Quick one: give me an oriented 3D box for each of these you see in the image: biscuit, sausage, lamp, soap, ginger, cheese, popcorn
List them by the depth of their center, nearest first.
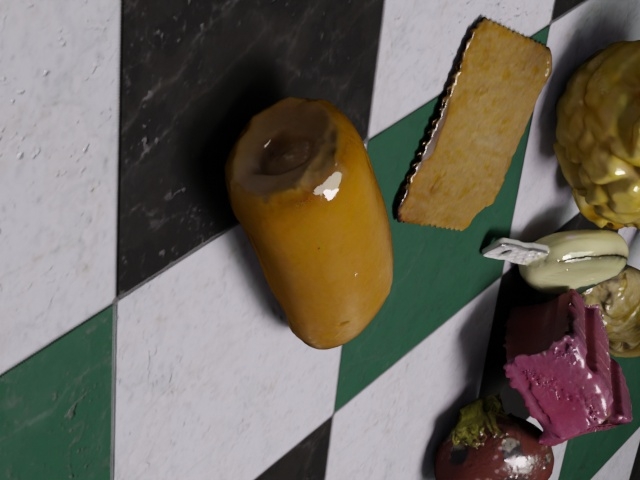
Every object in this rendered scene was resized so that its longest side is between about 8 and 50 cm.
[{"bbox_3d":[0.005,0.002,1.427,0.134,0.116,0.354,-64,159,-20],"label":"sausage"},{"bbox_3d":[0.172,-0.118,1.716,0.237,0.013,0.232,8,107,-61],"label":"biscuit"},{"bbox_3d":[0.400,-0.131,1.904,0.265,0.225,0.332,-40,169,-17],"label":"popcorn"},{"bbox_3d":[0.282,0.021,1.961,0.127,0.054,0.251,-32,154,31],"label":"cheese"},{"bbox_3d":[0.317,0.157,2.015,0.182,0.112,0.289,66,16,-13],"label":"soap"},{"bbox_3d":[0.221,0.275,2.032,0.156,0.135,0.157,8,138,-26],"label":"lamp"},{"bbox_3d":[0.427,0.096,2.248,0.116,0.109,0.263,-62,154,-9],"label":"ginger"}]
